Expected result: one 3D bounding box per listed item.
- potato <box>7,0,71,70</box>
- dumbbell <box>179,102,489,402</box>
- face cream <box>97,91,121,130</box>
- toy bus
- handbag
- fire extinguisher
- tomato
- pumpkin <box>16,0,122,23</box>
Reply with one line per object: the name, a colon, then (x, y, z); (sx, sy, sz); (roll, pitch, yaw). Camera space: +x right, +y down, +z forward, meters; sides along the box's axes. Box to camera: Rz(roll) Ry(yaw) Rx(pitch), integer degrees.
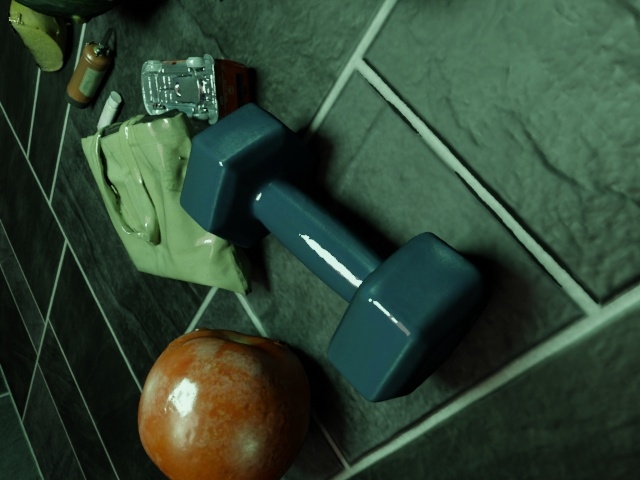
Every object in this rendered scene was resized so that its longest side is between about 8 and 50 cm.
potato: (-0.545, -0.421, 0.906); (0.172, 0.089, 0.101); (131, 140, -71)
dumbbell: (0.000, 0.000, 0.448); (0.324, 0.144, 0.160); (41, 126, 29)
face cream: (-0.398, -0.231, 0.841); (0.115, 0.020, 0.038); (-37, 75, 44)
toy bus: (-0.168, -0.201, 0.597); (0.174, 0.077, 0.079); (17, 116, 40)
handbag: (-0.236, -0.054, 0.661); (0.315, 0.109, 0.254); (7, 121, 46)
fire extinguisher: (-0.423, -0.315, 0.827); (0.177, 0.050, 0.062); (-31, 40, 41)
tomato: (-0.117, 0.211, 0.557); (0.208, 0.208, 0.185); (6, 84, 41)
pumpkin: (-0.351, -0.467, 0.592); (0.323, 0.241, 0.324); (4, 94, 56)
